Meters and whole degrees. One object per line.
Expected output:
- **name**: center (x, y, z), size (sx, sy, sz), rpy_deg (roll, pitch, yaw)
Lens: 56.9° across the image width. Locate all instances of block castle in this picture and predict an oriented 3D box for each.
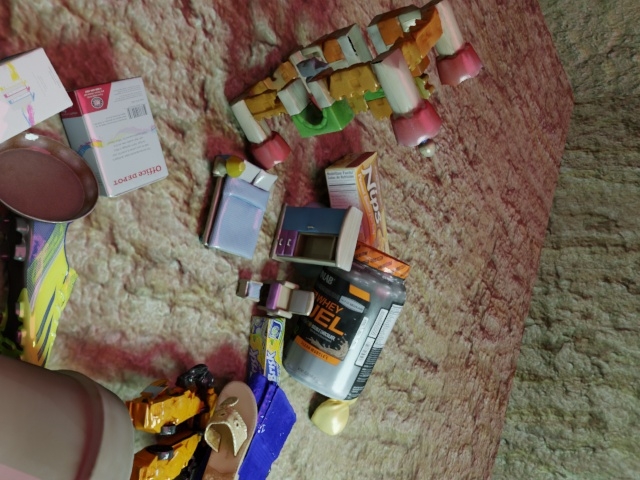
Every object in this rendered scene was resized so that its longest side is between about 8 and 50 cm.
- **block castle**: center (0.069, -0.289, 1.202), size (0.303, 0.453, 0.212), rpy_deg (-53, 125, -35)

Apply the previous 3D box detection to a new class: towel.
- **towel**: center (-0.148, 0.451, 1.200), size (0.308, 0.076, 0.227), rpy_deg (-61, 148, -30)

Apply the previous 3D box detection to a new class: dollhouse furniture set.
- **dollhouse furniture set**: center (-0.097, -0.001, 1.218), size (0.303, 0.198, 0.286), rpy_deg (26, 74, -49)

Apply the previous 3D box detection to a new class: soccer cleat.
- **soccer cleat**: center (-0.422, 0.090, 0.902), size (0.121, 0.094, 0.289), rpy_deg (0, 93, -54)

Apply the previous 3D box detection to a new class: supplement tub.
- **supplement tub**: center (0.065, 0.177, 1.370), size (0.207, 0.207, 0.337), rpy_deg (21, 95, -51)

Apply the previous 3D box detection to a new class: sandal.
- **sandal**: center (-0.174, 0.358, 1.085), size (0.079, 0.088, 0.240), rpy_deg (81, 15, -54)

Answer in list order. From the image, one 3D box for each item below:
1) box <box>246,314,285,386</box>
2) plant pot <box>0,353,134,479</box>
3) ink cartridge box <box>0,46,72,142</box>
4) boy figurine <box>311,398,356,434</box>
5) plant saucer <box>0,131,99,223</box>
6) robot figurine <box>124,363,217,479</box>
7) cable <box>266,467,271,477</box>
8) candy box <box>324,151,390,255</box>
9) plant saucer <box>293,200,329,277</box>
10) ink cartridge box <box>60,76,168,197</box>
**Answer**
- **box**: center (-0.123, 0.254, 1.323), size (0.054, 0.059, 0.168), rpy_deg (5, 90, -49)
- **plant pot**: center (-0.436, 0.252, 0.684), size (0.280, 0.323, 0.323), rpy_deg (54, 53, -39)
- **ink cartridge box**: center (-0.451, -0.199, 0.834), size (0.143, 0.092, 0.089), rpy_deg (-46, 128, -38)
- **boy figurine**: center (0.063, 0.364, 1.546), size (0.177, 0.092, 0.285), rpy_deg (68, 42, -67)
- **plant saucer**: center (-0.417, -0.088, 0.880), size (0.168, 0.029, 0.168), rpy_deg (30, 38, -27)
- **robot figurine**: center (-0.267, 0.333, 1.064), size (0.291, 0.085, 0.211), rpy_deg (28, 67, -78)
- **cable**: center (-0.175, 0.487, 1.293), size (0.185, 0.047, 0.150), rpy_deg (1, 95, -50)
- **candy box**: center (0.102, -0.055, 1.521), size (0.183, 0.088, 0.316), rpy_deg (-44, 128, -61)
- **plant saucer**: center (0.000, 0.000, 1.471), size (0.195, 0.038, 0.194), rpy_deg (-9, 102, -51)
- **ink cartridge box**: center (-0.345, -0.172, 0.986), size (0.127, 0.072, 0.175), rpy_deg (-32, 118, -46)
